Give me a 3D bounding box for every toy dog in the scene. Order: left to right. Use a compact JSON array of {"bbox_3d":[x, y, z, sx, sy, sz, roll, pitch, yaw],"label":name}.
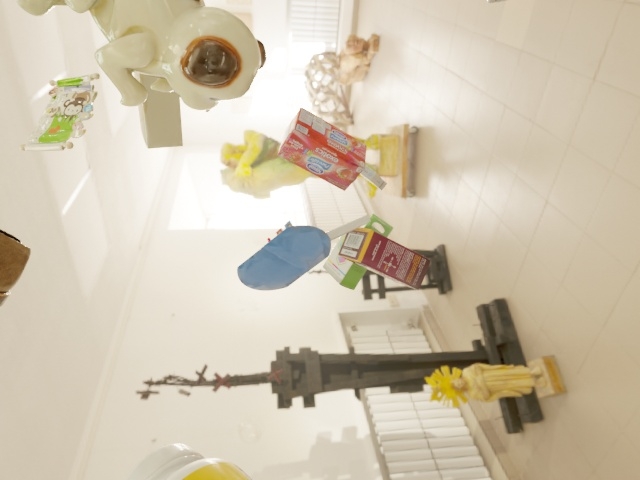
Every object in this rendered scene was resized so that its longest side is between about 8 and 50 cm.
[{"bbox_3d":[-0.303,-0.455,0.938,0.395,0.408,0.284,-44,7,20],"label":"toy dog"}]

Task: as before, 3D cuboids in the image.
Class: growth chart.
[{"bbox_3d":[-0.575,-0.288,1.015,0.021,0.172,0.237,59,-150,-56],"label":"growth chart"}]

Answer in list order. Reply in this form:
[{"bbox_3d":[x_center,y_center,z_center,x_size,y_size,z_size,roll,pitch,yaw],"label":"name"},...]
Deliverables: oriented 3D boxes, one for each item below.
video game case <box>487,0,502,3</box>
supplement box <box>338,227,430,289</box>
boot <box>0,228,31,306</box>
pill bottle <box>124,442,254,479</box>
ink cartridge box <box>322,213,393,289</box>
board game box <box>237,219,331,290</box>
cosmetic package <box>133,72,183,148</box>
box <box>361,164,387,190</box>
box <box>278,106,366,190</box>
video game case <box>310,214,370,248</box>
[{"bbox_3d":[0.261,-0.294,0.378,0.285,0.204,0.025,-16,-81,-76],"label":"video game case"},{"bbox_3d":[0.152,0.041,1.082,0.080,0.188,0.104,-66,24,-4],"label":"supplement box"},{"bbox_3d":[-0.571,-0.003,0.647,0.115,0.112,0.305,-56,-29,-6],"label":"boot"},{"bbox_3d":[-0.129,0.415,0.593,0.334,0.188,0.187,15,111,41],"label":"pill bottle"},{"bbox_3d":[0.102,0.021,1.271,0.209,0.062,0.109,-58,35,8],"label":"ink cartridge box"},{"bbox_3d":[-0.064,0.023,0.783,0.133,0.169,0.033,33,-155,-51],"label":"board game box"},{"bbox_3d":[-0.493,-0.453,1.367,0.160,0.113,0.309,53,144,46],"label":"cosmetic package"},{"bbox_3d":[0.160,-0.253,1.654,0.038,0.145,0.186,-53,-18,8],"label":"box"},{"bbox_3d":[0.010,-0.288,1.442,0.122,0.257,0.128,-46,25,44],"label":"box"},{"bbox_3d":[0.000,0.000,0.881,0.143,0.157,0.019,-26,89,51],"label":"video game case"}]
